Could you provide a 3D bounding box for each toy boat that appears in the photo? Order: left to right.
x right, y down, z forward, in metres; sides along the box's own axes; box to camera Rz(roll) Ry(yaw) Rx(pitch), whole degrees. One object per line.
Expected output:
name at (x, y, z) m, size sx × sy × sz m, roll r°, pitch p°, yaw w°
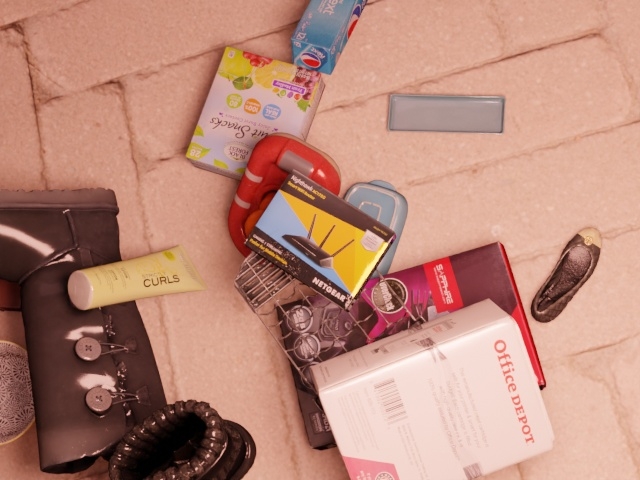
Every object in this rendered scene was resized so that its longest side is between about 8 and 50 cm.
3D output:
toy boat at (-0.072, -0.043, 1.603) m, size 0.151 × 0.231 × 0.151 m, roll 29°, pitch 43°, yaw 3°

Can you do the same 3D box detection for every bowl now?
bowl at (-0.518, 0.253, 1.689) m, size 0.170 × 0.080 × 0.170 m, roll -2°, pitch 76°, yaw 9°

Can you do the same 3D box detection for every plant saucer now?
plant saucer at (0.208, -0.207, 1.704) m, size 0.192 × 0.018 × 0.067 m, roll 2°, pitch 77°, yaw 11°

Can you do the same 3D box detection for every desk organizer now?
desk organizer at (-0.518, 0.055, 1.754) m, size 0.050 × 0.047 × 0.130 m, roll 2°, pitch 77°, yaw 8°

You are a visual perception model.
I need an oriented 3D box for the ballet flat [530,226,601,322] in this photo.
ballet flat at (0.384, 0.054, 1.592) m, size 0.057 × 0.049 × 0.173 m, roll 31°, pitch 84°, yaw 15°

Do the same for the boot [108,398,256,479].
boot at (-0.246, 0.387, 1.514) m, size 0.131 × 0.260 × 0.348 m, roll 34°, pitch 84°, yaw 16°

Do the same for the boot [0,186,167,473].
boot at (-0.449, 0.147, 1.607) m, size 0.366 × 0.146 × 0.445 m, roll -7°, pitch 75°, yaw -25°

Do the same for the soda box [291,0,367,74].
soda box at (0.022, -0.380, 1.721) m, size 0.071 × 0.067 × 0.210 m, roll 18°, pitch 62°, yaw 12°

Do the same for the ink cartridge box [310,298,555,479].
ink cartridge box at (0.154, 0.232, 1.433) m, size 0.283 × 0.117 × 0.207 m, roll -20°, pitch 103°, yaw -2°

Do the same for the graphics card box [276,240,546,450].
graphics card box at (0.137, 0.165, 1.588) m, size 0.370 × 0.094 × 0.233 m, roll -16°, pitch 75°, yaw 7°

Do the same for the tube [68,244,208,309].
tube at (-0.286, 0.058, 1.635) m, size 0.062 × 0.240 × 0.070 m, roll 7°, pitch 101°, yaw 39°

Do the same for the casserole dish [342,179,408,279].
casserole dish at (0.071, -0.014, 1.672) m, size 0.114 × 0.037 × 0.188 m, roll 18°, pitch 81°, yaw 14°

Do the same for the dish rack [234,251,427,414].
dish rack at (0.012, 0.099, 1.527) m, size 0.208 × 0.074 × 0.271 m, roll -37°, pitch 80°, yaw -1°

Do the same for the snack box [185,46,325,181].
snack box at (-0.107, -0.202, 1.731) m, size 0.174 × 0.070 × 0.207 m, roll 16°, pitch 82°, yaw 12°

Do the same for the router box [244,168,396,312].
router box at (0.000, 0.000, 1.482) m, size 0.179 × 0.046 × 0.133 m, roll 32°, pitch 86°, yaw 11°
